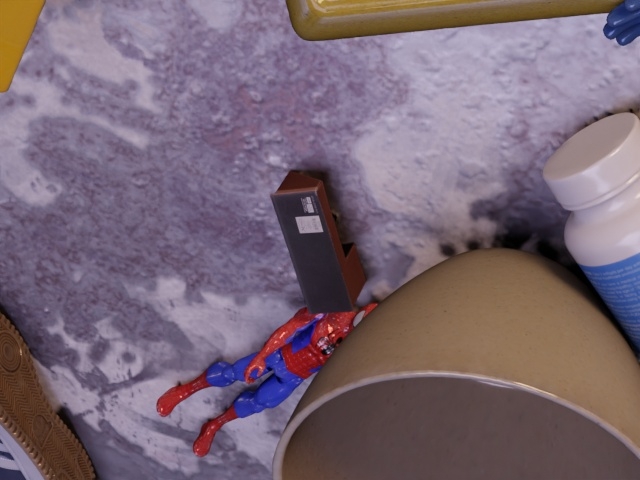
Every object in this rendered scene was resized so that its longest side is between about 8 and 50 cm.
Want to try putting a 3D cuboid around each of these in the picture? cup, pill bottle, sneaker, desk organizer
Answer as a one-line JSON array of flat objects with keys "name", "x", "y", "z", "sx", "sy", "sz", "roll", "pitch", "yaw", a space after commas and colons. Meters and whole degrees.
[{"name": "cup", "x": 0.147, "y": 0.144, "z": 1.325, "sx": 0.331, "sy": 0.237, "sz": 0.331, "roll": 9, "pitch": 134, "yaw": 10}, {"name": "pill bottle", "x": 0.280, "y": 0.009, "z": 1.274, "sx": 0.124, "sy": 0.124, "sz": 0.221, "roll": -26, "pitch": 111, "yaw": 32}, {"name": "sneaker", "x": -0.370, "y": 0.193, "z": 1.653, "sx": 0.153, "sy": 0.099, "sz": 0.282, "roll": -12, "pitch": 119, "yaw": 25}, {"name": "desk organizer", "x": 0.000, "y": 0.000, "z": 1.419, "sx": 0.047, "sy": 0.050, "sz": 0.130, "roll": -5, "pitch": 119, "yaw": 23}]

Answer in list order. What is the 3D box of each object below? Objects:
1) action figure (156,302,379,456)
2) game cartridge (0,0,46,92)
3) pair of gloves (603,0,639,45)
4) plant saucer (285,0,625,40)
[{"name": "action figure", "x": -0.050, "y": 0.146, "z": 1.484, "sx": 0.280, "sy": 0.139, "sz": 0.091, "roll": -33, "pitch": 106, "yaw": 31}, {"name": "game cartridge", "x": -0.323, "y": -0.288, "z": 1.179, "sx": 0.285, "sy": 0.052, "sz": 0.323, "roll": 17, "pitch": 124, "yaw": -21}, {"name": "pair of gloves", "x": 0.279, "y": -0.204, "z": 1.133, "sx": 0.159, "sy": 0.023, "sz": 0.198, "roll": -18, "pitch": 159, "yaw": 10}, {"name": "plant saucer", "x": 0.084, "y": -0.302, "z": 1.177, "sx": 0.333, "sy": 0.081, "sz": 0.332, "roll": -3, "pitch": 121, "yaw": 22}]
